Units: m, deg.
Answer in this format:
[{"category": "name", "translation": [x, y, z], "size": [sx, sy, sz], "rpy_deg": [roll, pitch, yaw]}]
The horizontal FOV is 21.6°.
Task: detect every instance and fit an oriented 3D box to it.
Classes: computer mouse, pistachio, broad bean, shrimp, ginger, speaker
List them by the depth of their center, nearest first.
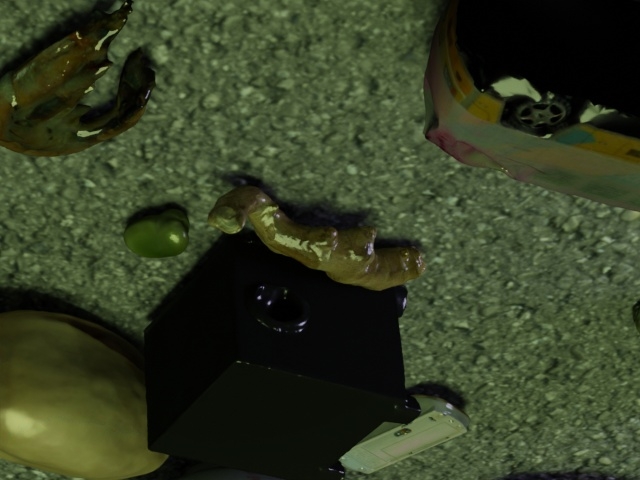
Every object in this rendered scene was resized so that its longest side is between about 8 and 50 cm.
[{"category": "shrimp", "translation": [-0.230, -0.142, 1.651], "size": [0.254, 0.059, 0.145], "rpy_deg": [-30, 138, 33]}, {"category": "ginger", "translation": [0.000, 0.000, 1.845], "size": [0.288, 0.075, 0.089], "rpy_deg": [23, 139, -34]}, {"category": "broad bean", "translation": [-0.178, -0.005, 1.853], "size": [0.083, 0.045, 0.063], "rpy_deg": [-18, 140, 33]}, {"category": "speaker", "translation": [-0.044, 0.142, 1.943], "size": [0.254, 0.184, 0.232], "rpy_deg": [16, 140, -26]}, {"category": "pistachio", "translation": [-0.311, 0.181, 1.997], "size": [0.299, 0.187, 0.187], "rpy_deg": [20, 139, -37]}, {"category": "computer mouse", "translation": [0.103, 0.252, 2.210], "size": [0.199, 0.045, 0.102], "rpy_deg": [-28, 135, 32]}]

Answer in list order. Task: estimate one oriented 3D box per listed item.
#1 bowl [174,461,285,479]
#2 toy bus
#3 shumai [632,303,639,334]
[{"category": "bowl", "translation": [-0.123, 0.399, 2.307], "size": [0.346, 0.157, 0.345], "rpy_deg": [-1, 144, 0]}, {"category": "toy bus", "translation": [0.273, -0.124, 1.607], "size": [0.386, 0.171, 0.162], "rpy_deg": [14, 144, -20]}, {"category": "shumai", "translation": [0.417, 0.118, 2.013], "size": [0.083, 0.080, 0.082], "rpy_deg": [19, 137, -23]}]
